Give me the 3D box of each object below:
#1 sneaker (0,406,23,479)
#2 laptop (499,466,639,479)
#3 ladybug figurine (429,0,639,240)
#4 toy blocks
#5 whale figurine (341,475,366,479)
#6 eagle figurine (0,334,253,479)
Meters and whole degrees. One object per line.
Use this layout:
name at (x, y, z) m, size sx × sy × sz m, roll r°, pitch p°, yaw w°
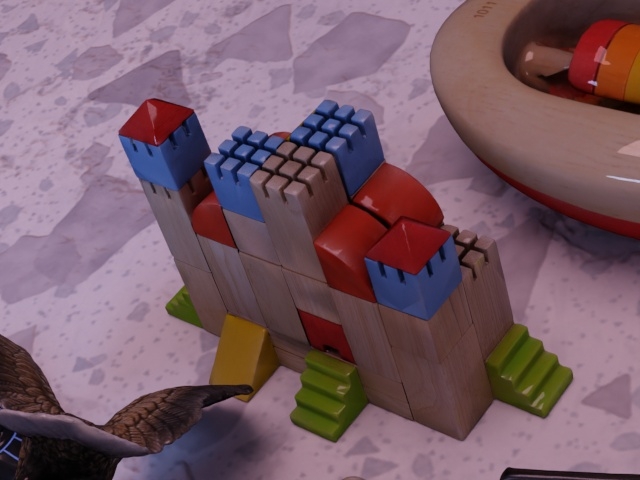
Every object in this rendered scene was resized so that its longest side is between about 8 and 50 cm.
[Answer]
sneaker at (-0.315, 0.162, 1.237) m, size 0.232 × 0.090 × 0.081 m, roll 11°, pitch 49°, yaw 30°
laptop at (0.265, 0.352, 0.725) m, size 0.382 × 0.407 × 0.236 m, roll -1°, pitch 11°, yaw 19°
ladybug figurine at (0.305, -0.111, 1.251) m, size 0.449 × 0.162 × 0.305 m, roll 22°, pitch 55°, yaw 37°
toy blocks at (0.000, 0.000, 1.169) m, size 0.381 × 0.261 × 0.191 m, roll 20°, pitch 54°, yaw 35°
whale figurine at (0.003, 0.284, 0.965) m, size 0.216 × 0.141 × 0.272 m, roll 35°, pitch 36°, yaw -5°
eagle figurine at (-0.186, 0.155, 1.079) m, size 0.225 × 0.226 × 0.298 m, roll -22°, pitch 32°, yaw 18°
